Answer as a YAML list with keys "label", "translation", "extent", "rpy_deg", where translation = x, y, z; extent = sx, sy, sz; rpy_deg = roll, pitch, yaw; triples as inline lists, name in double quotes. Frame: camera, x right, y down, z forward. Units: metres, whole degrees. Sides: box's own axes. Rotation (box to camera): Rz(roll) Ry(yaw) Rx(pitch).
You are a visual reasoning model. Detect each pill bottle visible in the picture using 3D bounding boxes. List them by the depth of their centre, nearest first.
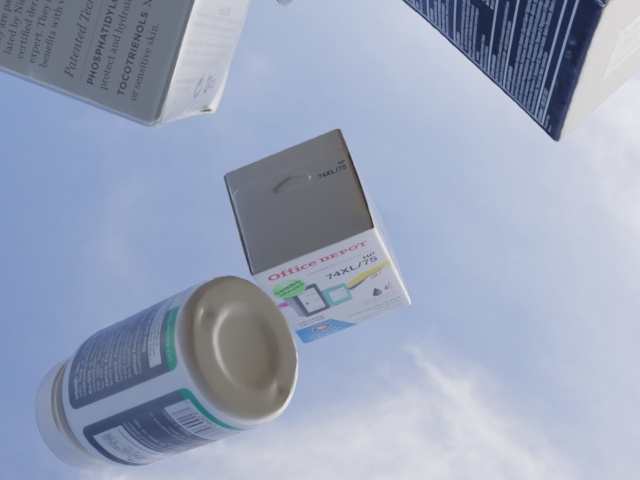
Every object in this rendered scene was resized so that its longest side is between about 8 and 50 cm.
- label: "pill bottle"
  translation: [-0.223, 0.196, 1.286]
  extent: [0.204, 0.361, 0.204]
  rpy_deg: [28, -130, -40]

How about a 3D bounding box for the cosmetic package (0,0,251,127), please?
- label: "cosmetic package"
  translation: [-0.312, -0.380, 1.279]
  extent: [0.394, 0.327, 0.329]
  rpy_deg: [20, -167, 4]

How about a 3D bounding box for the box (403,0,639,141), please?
- label: "box"
  translation: [0.223, -0.310, 0.975]
  extent: [0.183, 0.296, 0.294]
  rpy_deg: [-41, -107, -8]

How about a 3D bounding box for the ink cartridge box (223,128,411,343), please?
- label: "ink cartridge box"
  translation: [0.000, 0.000, 1.474]
  extent: [0.198, 0.270, 0.197]
  rpy_deg: [-21, -122, 7]

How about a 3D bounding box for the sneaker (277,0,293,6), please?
- label: "sneaker"
  translation: [-0.046, -0.597, 1.661]
  extent: [0.148, 0.350, 0.131]
  rpy_deg: [21, -151, -4]
